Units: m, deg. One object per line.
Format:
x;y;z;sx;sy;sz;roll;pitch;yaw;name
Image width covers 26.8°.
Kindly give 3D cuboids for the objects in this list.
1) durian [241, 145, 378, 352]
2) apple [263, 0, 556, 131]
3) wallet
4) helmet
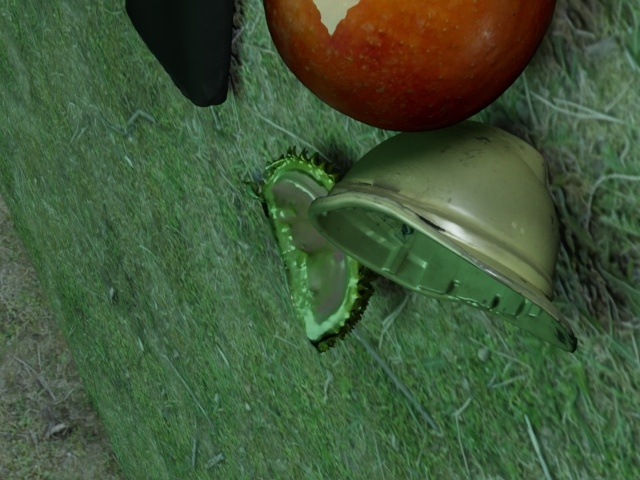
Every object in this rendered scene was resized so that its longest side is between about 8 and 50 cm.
0.008;-0.002;1.423;0.137;0.095;0.221;-35;71;29;durian
0.066;-0.191;0.995;0.201;0.218;0.218;-47;64;36;apple
-0.160;-0.365;1.522;0.228;0.062;0.406;54;151;32;wallet
0.125;-0.026;1.103;0.257;0.137;0.204;22;168;39;helmet
